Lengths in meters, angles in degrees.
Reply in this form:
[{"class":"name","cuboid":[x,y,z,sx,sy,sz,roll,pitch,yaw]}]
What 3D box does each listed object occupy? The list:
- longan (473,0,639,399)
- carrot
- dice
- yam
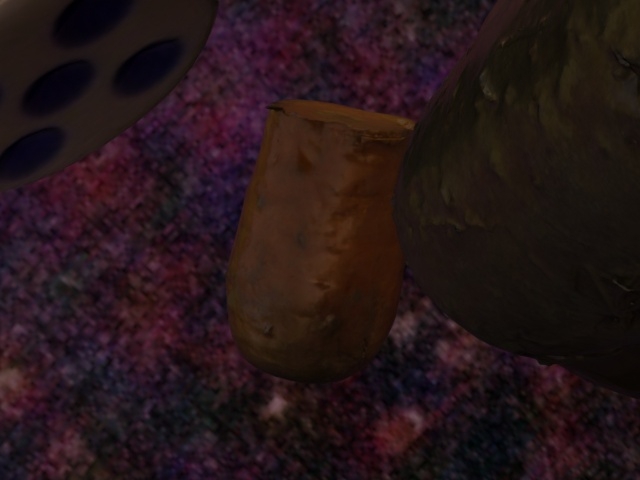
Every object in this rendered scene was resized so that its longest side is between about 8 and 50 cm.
[{"class":"longan","cuboid":[0.263,-0.064,0.896,0.361,0.361,0.361,-23,43,23]},{"class":"carrot","cuboid":[0.000,0.000,1.663,0.224,0.224,0.340,28,115,50]},{"class":"dice","cuboid":[-0.287,-0.223,1.140,0.304,0.304,0.277,-38,72,3]},{"class":"yam","cuboid":[0.131,-0.048,0.492,0.161,0.161,0.268,-60,6,-20]}]
